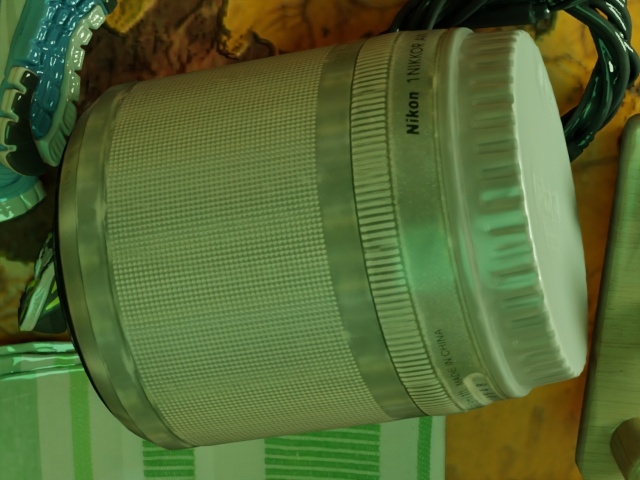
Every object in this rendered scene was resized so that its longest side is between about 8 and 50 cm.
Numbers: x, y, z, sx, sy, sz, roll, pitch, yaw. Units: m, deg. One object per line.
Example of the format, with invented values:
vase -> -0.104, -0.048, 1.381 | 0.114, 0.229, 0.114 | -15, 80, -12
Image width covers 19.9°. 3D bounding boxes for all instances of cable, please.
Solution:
cable -> 0.112, -0.103, 1.145 | 0.184, 0.047, 0.150 | -42, 105, 16

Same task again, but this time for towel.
towel -> -0.076, 0.174, 1.241 | 0.325, 0.038, 0.248 | -4, 113, -4

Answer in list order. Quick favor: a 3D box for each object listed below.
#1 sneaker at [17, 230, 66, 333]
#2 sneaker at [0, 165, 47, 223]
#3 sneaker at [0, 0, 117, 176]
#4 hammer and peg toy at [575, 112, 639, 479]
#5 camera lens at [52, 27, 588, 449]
sneaker -> -0.167, 0.025, 1.178 | 0.035, 0.031, 0.083 | 18, 114, -26
sneaker -> -0.256, -0.032, 1.138 | 0.162, 0.063, 0.073 | -17, 95, -3
sneaker -> -0.173, -0.132, 1.067 | 0.071, 0.083, 0.190 | 44, 61, -53
hammer and peg toy -> 0.356, 0.043, 1.179 | 0.361, 0.127, 0.266 | 2, 110, -6
camera lens -> 0.000, 0.000, 1.052 | 0.274, 0.219, 0.219 | -9, 114, 16
